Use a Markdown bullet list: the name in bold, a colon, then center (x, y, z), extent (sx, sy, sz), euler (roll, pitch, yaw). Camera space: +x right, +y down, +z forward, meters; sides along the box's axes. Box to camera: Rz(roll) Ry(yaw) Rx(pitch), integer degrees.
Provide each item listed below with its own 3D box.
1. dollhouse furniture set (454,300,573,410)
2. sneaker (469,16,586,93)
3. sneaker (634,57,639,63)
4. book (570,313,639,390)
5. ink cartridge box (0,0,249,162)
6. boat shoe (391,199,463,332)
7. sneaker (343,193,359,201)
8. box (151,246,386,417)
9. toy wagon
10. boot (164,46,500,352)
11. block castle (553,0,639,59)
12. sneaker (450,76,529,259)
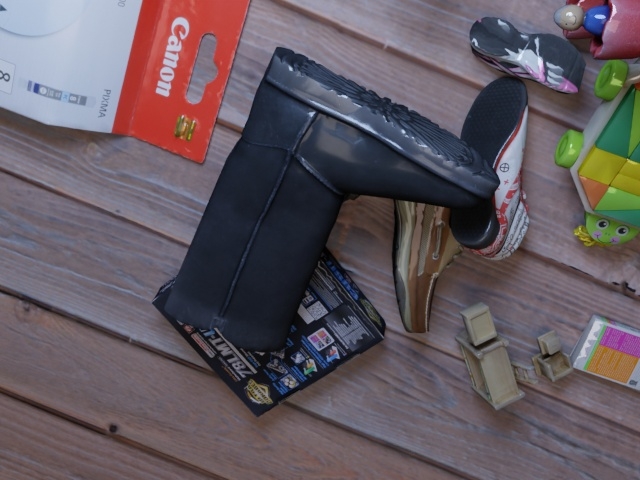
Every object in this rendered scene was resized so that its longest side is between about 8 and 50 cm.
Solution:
- **dollhouse furniture set**: center (0.318, 0.159, 1.302), extent (0.160, 0.101, 0.182), euler (-23, 108, -10)
- **sneaker**: center (0.300, -0.268, 1.122), extent (0.178, 0.077, 0.072), euler (30, 88, 5)
- **sneaker**: center (0.468, -0.171, 1.142), extent (0.086, 0.064, 0.192), euler (-16, 112, 8)
- **book**: center (0.511, 0.192, 1.302), extent (0.144, 0.035, 0.096), euler (20, 110, -1)
- **ink cartridge box**: center (-0.332, -0.309, 1.185), extent (0.384, 0.091, 0.308), euler (21, 113, 0)
- **boat shoe**: center (0.175, -0.004, 1.223), extent (0.119, 0.123, 0.324), euler (-2, 112, 3)
- **sneaker**: center (-0.019, -0.101, 1.226), extent (0.227, 0.087, 0.130), euler (-21, 101, 10)
- **box**: center (-0.088, 0.124, 1.335), extent (0.293, 0.073, 0.296), euler (-35, 104, 20)
- **toy wagon**: center (0.478, -0.104, 1.102), extent (0.267, 0.068, 0.345), euler (19, 129, -3)
- **boot**: center (-0.002, -0.001, 1.138), extent (0.366, 0.146, 0.445), euler (30, 114, 6)
- **block castle**: center (0.397, -0.455, 0.910), extent (0.212, 0.303, 0.454), euler (7, 112, 6)
- **sneaker**: center (0.276, -0.103, 1.188), extent (0.090, 0.145, 0.270), euler (7, 78, 33)
